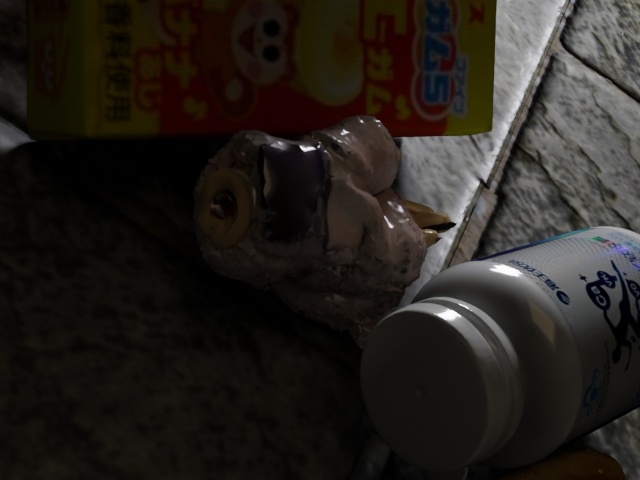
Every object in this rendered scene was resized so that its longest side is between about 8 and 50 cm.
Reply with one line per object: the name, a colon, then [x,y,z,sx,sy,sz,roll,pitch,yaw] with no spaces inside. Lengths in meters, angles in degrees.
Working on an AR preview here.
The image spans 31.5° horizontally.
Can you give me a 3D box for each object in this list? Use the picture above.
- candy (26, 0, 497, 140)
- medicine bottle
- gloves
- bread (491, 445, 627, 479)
candy: [-0.025,-0.127,0.645,0.276,0.088,0.146,-3,97,-37]
medicine bottle: [0.112,0.057,0.601,0.191,0.107,0.107,-13,62,-46]
gloves: [-0.004,-0.008,0.602,0.144,0.094,0.110,32,47,-37]
bread: [0.102,0.167,0.550,0.135,0.054,0.154,14,42,-25]
